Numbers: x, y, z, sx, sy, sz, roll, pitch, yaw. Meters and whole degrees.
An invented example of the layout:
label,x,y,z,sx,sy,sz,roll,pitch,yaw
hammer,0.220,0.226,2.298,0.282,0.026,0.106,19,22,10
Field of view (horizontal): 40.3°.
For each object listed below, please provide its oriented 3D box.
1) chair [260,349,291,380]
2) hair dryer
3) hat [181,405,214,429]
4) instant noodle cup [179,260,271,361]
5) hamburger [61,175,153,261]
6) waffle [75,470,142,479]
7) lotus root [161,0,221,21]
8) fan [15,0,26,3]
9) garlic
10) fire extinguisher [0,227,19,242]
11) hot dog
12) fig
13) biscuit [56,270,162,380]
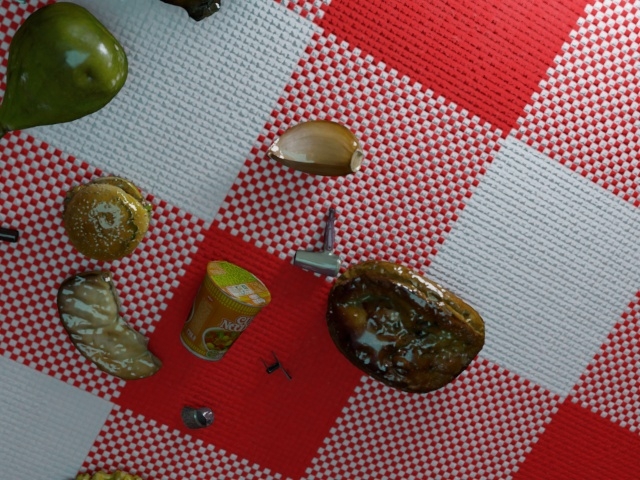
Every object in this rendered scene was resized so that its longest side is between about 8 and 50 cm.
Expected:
label,x,y,z,sx,sy,sz,roll,pitch,yaw
chair,-0.108,0.306,2.076,0.042,0.037,0.086,-35,104,-8
hair dryer,0.007,-0.001,1.997,0.106,0.054,0.154,17,95,-7
hat,-0.292,0.420,2.095,0.087,0.042,0.058,-1,102,29
instant noodle cup,-0.228,0.166,1.967,0.168,0.168,0.185,28,109,-14
hamburger,-0.468,-0.050,1.887,0.191,0.118,0.182,41,96,-12
waffle,-0.525,0.686,2.136,0.309,0.065,0.283,5,104,-4
lotus root,-0.307,-0.617,1.680,0.196,0.179,0.397,-8,117,42
fan,-0.668,-0.505,1.779,0.133,0.005,0.085,16,104,-10
garlic,-0.014,-0.192,1.898,0.206,0.128,0.115,1,151,-3
fire extinguisher,-0.753,-0.016,1.910,0.173,0.035,0.049,11,144,-10
hot dog,0.198,0.198,2.005,0.387,0.174,0.267,30,104,-15
fig,-0.543,-0.344,1.732,0.314,0.233,0.233,-15,108,3
biscuit,-0.494,0.205,1.998,0.154,0.045,0.299,-25,109,0
